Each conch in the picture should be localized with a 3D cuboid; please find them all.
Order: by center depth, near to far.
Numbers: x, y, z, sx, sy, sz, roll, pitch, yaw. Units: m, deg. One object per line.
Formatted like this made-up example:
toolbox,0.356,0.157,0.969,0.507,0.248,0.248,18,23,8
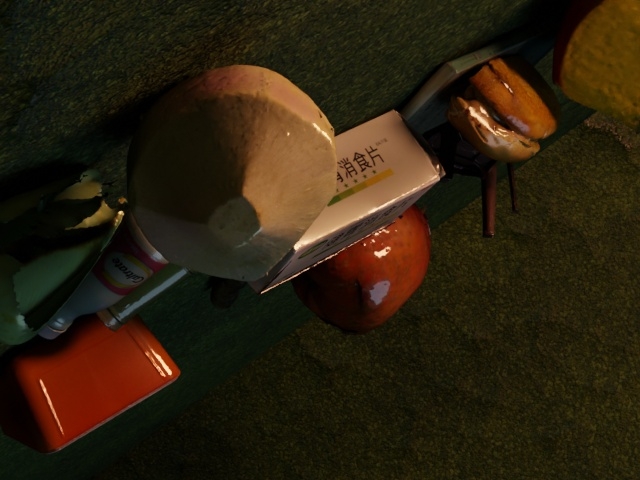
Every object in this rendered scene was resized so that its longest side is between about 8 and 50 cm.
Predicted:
conch,-0.296,0.001,1.425,0.137,0.143,0.250,18,-126,46

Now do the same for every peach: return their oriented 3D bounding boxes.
peach,0.517,-0.344,2.138,0.306,0.242,0.380,-54,172,-39

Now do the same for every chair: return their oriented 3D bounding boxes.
chair,0.288,-0.191,2.541,0.175,0.183,0.326,133,-29,-54

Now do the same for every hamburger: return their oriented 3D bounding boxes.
hamburger,0.300,-0.201,2.170,0.144,0.156,0.283,-38,172,25

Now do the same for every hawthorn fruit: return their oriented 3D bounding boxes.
hawthorn fruit,0.087,0.005,2.374,0.307,0.276,0.276,-32,172,-29

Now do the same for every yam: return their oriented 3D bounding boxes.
yam,-0.167,0.073,2.495,0.061,0.061,0.253,-31,171,-21

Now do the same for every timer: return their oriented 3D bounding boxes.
timer,-0.399,0.229,2.186,0.257,0.161,0.250,-30,180,-25

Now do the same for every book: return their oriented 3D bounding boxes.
book,0.270,-0.275,2.268,0.379,0.031,0.264,-27,169,-39

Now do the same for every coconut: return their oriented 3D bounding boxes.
coconut,-0.095,-0.072,1.403,0.237,0.197,0.237,-36,-158,17

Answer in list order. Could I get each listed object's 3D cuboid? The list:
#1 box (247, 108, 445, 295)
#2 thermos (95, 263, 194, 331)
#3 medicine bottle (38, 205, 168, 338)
box,0.014,-0.064,2.113,0.333,0.145,0.173,-27,171,-33
thermos,-0.260,0.051,2.017,0.187,0.083,0.073,-36,-167,1
medicine bottle,-0.293,0.045,1.754,0.216,0.090,0.090,-36,171,17
